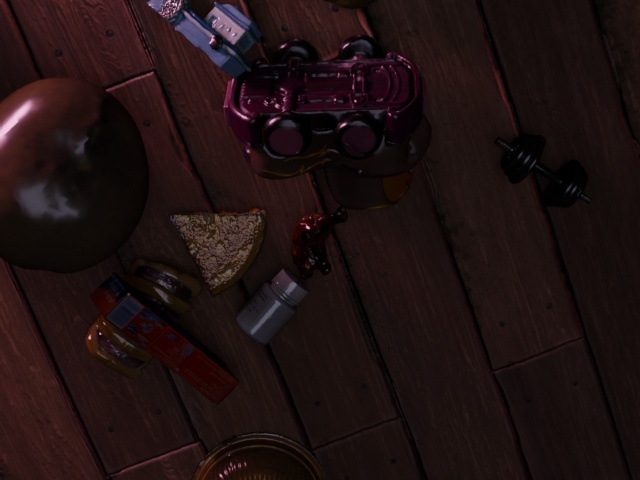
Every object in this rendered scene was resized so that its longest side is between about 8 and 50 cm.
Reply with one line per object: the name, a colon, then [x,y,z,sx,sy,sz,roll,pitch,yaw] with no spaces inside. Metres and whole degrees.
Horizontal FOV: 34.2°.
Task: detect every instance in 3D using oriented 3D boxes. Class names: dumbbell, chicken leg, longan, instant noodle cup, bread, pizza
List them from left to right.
longan: [-0.430,-0.105,1.706,0.319,0.319,0.318,-1,103,-3]
bread: [-0.322,0.137,1.877,0.134,0.081,0.225,33,99,-9]
pizza: [-0.198,0.006,1.877,0.176,0.036,0.184,20,103,-6]
instant noodle cup: [-0.118,0.506,1.973,0.274,0.091,0.274,-1,104,-3]
chicken leg: [-0.005,-0.003,1.833,0.089,0.048,0.219,34,139,13]
dumbbell: [0.398,-0.124,1.851,0.208,0.099,0.099,32,99,-10]

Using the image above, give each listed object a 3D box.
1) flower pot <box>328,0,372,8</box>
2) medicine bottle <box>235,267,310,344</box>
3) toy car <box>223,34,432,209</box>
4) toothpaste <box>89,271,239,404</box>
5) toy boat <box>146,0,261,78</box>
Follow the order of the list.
flower pot: [0.052,-0.478,1.705,0.195,0.179,0.195,0,103,-1]
medicine bottle: [-0.086,0.118,1.887,0.080,0.080,0.130,41,97,-11]
toy car: [0.017,-0.182,1.755,0.341,0.271,0.240,0,131,4]
toothpaste: [-0.267,0.177,1.819,0.066,0.076,0.320,-44,130,-2]
toy boat: [-0.195,-0.374,1.729,0.238,0.109,0.098,42,92,21]
